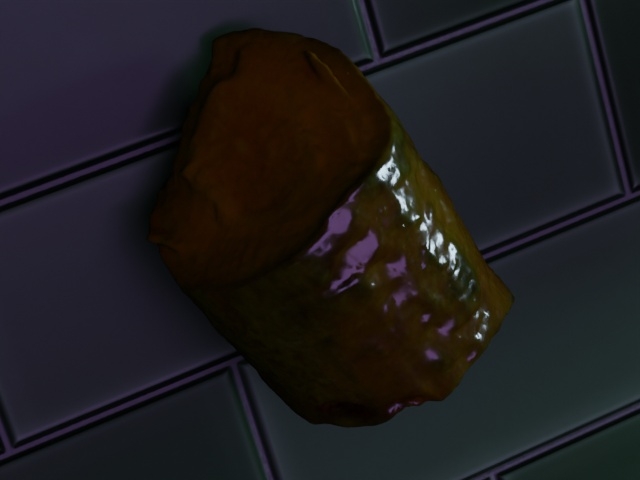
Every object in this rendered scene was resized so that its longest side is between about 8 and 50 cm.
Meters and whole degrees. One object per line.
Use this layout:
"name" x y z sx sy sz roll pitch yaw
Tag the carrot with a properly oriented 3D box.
"carrot" 0.000 0.000 1.446 0.241 0.241 0.340 -42 114 -8
